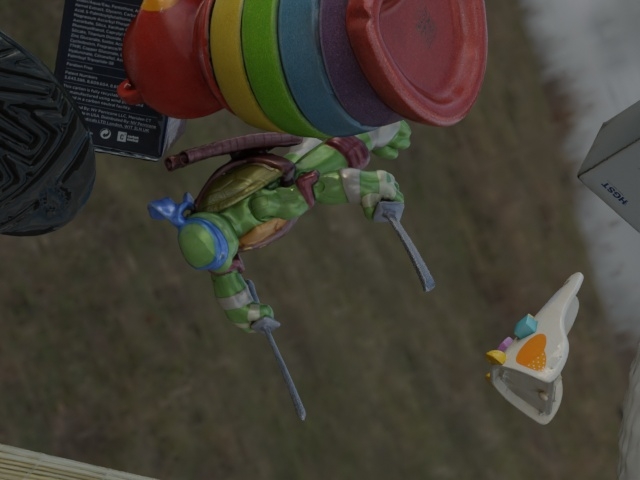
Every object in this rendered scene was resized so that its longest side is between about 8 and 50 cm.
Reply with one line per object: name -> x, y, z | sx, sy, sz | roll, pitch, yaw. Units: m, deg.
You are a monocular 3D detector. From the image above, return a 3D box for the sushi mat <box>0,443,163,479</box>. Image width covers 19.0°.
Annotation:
sushi mat -> -0.220, 0.242, 1.636 | 0.316, 0.151, 0.019 | 18, 33, -35

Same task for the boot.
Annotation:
boot -> -0.314, -0.162, 1.525 | 0.348, 0.131, 0.260 | 43, 7, -12

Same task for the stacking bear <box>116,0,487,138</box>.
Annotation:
stacking bear -> -0.031, -0.158, 1.505 | 0.164, 0.289, 0.175 | 60, 42, -37

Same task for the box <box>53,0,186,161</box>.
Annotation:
box -> -0.166, -0.190, 1.708 | 0.153, 0.108, 0.207 | -72, 173, -76

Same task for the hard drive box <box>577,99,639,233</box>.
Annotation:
hard drive box -> 0.392, -0.076, 1.825 | 0.181, 0.232, 0.089 | 41, 51, -13

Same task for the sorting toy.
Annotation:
sorting toy -> 0.133, 0.056, 1.116 | 0.045, 0.075, 0.083 | 29, -18, 15

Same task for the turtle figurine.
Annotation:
turtle figurine -> 0.000, 0.000, 1.706 | 0.266, 0.275, 0.197 | -50, 158, -50

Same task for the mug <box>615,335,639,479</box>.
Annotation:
mug -> 0.337, 0.081, 1.198 | 0.374, 0.276, 0.328 | 101, 17, -44
